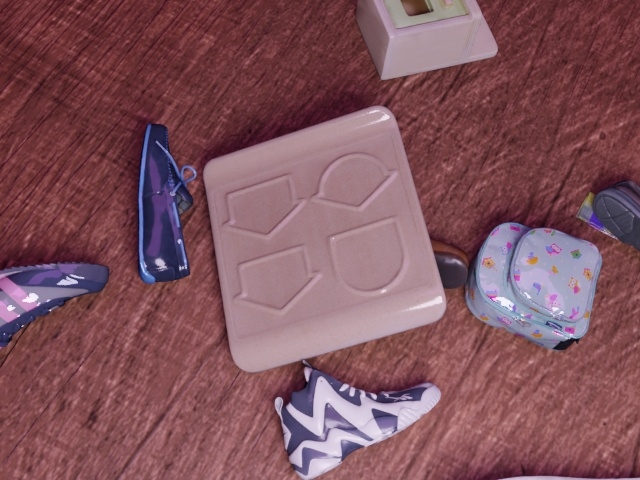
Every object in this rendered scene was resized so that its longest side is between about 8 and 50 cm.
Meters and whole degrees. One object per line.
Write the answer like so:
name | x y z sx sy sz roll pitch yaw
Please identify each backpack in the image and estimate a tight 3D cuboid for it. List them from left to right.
backpack | 0.319 0.061 1.345 0.188 0.144 0.166 17 68 8

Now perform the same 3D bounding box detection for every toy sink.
toy sink | 0.200 -0.403 1.584 0.234 0.131 0.152 -13 65 -11

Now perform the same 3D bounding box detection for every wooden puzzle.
wooden puzzle | 0.000 0.000 1.349 0.322 0.080 0.347 -17 68 10

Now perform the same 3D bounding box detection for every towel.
towel | 0.474 -0.041 1.483 0.083 0.009 0.060 30 65 11

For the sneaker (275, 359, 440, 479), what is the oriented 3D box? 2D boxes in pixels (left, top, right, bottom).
sneaker | 0.042 0.221 1.264 0.235 0.094 0.153 -27 76 -6

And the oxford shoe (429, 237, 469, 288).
oxford shoe | 0.130 0.020 1.403 0.212 0.076 0.076 15 30 9

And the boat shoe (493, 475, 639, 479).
boat shoe | 0.325 0.404 1.168 0.341 0.127 0.158 -1 55 -6

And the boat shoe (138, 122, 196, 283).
boat shoe | -0.242 -0.057 1.401 0.089 0.109 0.258 0 78 -12

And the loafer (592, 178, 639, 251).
loafer | 0.557 0.004 1.417 0.084 0.096 0.267 -32 72 -29

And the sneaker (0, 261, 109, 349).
sneaker | -0.460 0.111 1.294 0.319 0.112 0.131 -11 81 -7
